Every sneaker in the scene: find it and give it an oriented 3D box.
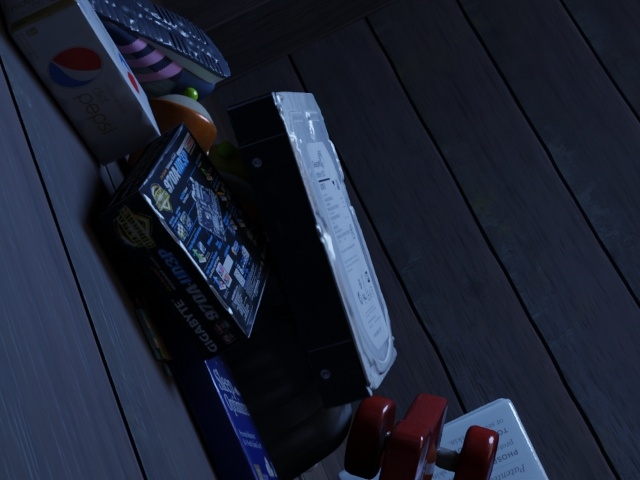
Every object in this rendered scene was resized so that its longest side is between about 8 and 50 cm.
[{"bbox_3d":[-0.250,-0.228,1.488,0.319,0.131,0.112,28,31,-47],"label":"sneaker"}]

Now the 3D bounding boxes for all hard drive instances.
[{"bbox_3d":[0.000,0.000,1.427,0.237,0.064,0.338,-26,98,-78],"label":"hard drive"}]

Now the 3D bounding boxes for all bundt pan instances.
[{"bbox_3d":[-0.062,0.123,1.517,0.330,0.124,0.331,64,2,0],"label":"bundt pan"}]

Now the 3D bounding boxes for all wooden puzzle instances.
[{"bbox_3d":[-0.153,0.087,1.163,0.049,0.006,0.083,56,8,-81],"label":"wooden puzzle"}]

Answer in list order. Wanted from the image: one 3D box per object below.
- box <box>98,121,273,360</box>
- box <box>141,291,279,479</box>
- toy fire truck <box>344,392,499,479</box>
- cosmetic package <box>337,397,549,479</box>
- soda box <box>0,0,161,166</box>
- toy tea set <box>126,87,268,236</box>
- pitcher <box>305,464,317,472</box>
[{"bbox_3d":[-0.124,-0.005,1.249,0.175,0.051,0.220,55,16,-16],"label":"box"},{"bbox_3d":[-0.104,0.152,1.241,0.225,0.037,0.136,63,1,13],"label":"box"},{"bbox_3d":[0.085,0.326,1.446,0.254,0.169,0.302,-29,134,-72],"label":"toy fire truck"},{"bbox_3d":[0.273,0.546,2.182,0.329,0.328,0.393,62,4,-64],"label":"cosmetic package"},{"bbox_3d":[-0.238,-0.172,1.273,0.216,0.074,0.069,63,2,-53],"label":"soda box"},{"bbox_3d":[-0.102,-0.083,1.576,0.124,0.200,0.336,-70,157,-13],"label":"toy tea set"},{"bbox_3d":[-0.025,0.209,1.778,0.207,0.126,0.177,-122,-138,-65],"label":"pitcher"}]
